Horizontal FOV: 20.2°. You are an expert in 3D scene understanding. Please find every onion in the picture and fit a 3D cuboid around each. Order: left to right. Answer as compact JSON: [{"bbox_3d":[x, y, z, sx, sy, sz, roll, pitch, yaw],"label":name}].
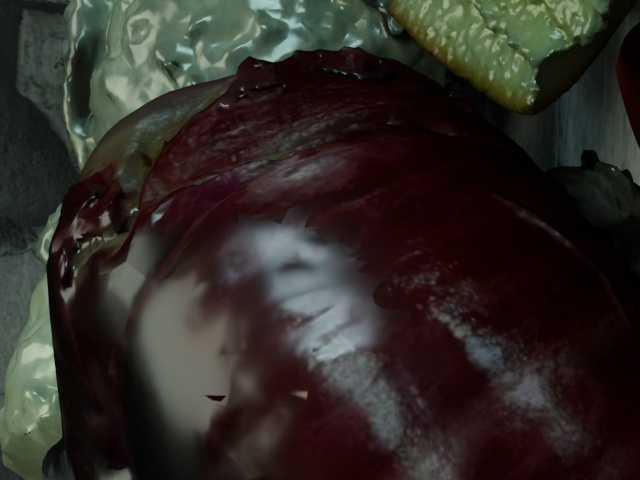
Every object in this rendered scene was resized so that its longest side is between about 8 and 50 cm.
[{"bbox_3d":[0.038,0.069,0.620,0.314,0.232,0.314,48,165,17],"label":"onion"}]

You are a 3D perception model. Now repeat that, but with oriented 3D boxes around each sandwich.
[{"bbox_3d":[0.082,-0.121,0.651,0.244,0.088,0.090,-51,-20,-60],"label":"sandwich"}]

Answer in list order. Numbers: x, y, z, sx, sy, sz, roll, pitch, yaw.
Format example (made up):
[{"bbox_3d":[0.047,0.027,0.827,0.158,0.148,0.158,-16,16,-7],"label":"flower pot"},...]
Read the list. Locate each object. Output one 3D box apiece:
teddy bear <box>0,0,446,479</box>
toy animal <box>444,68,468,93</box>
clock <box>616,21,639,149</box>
[{"bbox_3d":[0.000,0.000,0.911,0.375,0.327,0.362,50,-126,-43],"label":"teddy bear"},{"bbox_3d":[0.015,-0.152,1.039,0.212,0.212,0.267,-96,21,-51],"label":"toy animal"},{"bbox_3d":[0.149,-0.094,0.586,0.113,0.061,0.155,-93,14,-54],"label":"clock"}]
